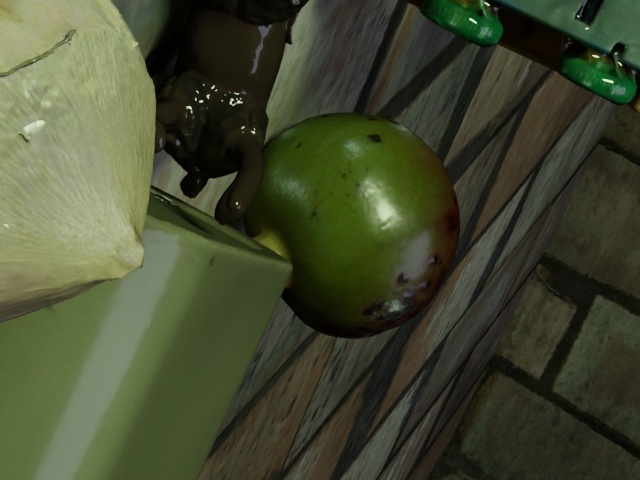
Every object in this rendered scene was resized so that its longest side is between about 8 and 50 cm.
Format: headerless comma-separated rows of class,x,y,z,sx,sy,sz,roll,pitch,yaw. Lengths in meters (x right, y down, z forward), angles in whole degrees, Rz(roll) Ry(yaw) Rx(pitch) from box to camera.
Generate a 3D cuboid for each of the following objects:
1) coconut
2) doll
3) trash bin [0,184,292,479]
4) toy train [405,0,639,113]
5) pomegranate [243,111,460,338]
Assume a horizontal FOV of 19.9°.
coconut,-0.094,-0.031,0.471,0.110,0.124,0.110,-55,170,-15
doll,-0.037,-0.080,0.774,0.165,0.057,0.139,-83,-171,-78
trash bin,-0.119,0.093,0.707,0.247,0.121,0.243,-63,169,1
toy train,0.114,-0.145,0.964,0.091,0.228,0.136,-64,-161,14
pomegranate,0.006,0.004,1.015,0.159,0.129,0.129,-53,167,-31
